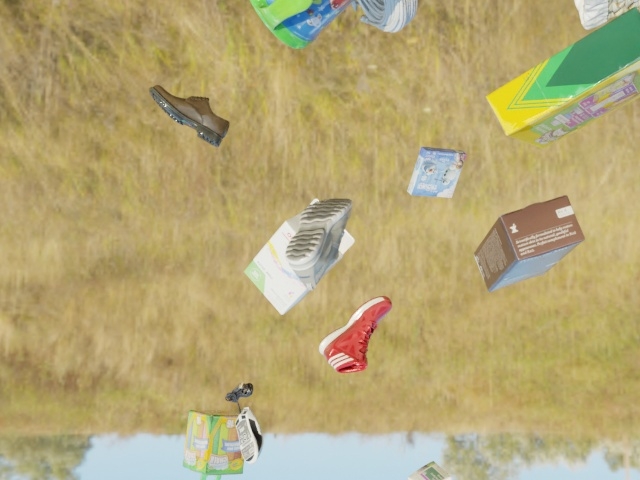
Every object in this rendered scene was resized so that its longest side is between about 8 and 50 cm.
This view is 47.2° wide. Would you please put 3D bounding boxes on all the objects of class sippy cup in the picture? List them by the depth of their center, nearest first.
[{"bbox_3d":[-0.015,-0.585,1.632,0.224,0.305,0.240,-26,149,30],"label":"sippy cup"}]

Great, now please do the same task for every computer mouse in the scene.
[{"bbox_3d":[-0.173,0.440,1.759,0.042,0.193,0.106,5,146,-38],"label":"computer mouse"}]

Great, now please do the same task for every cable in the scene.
[{"bbox_3d":[0.162,-0.673,1.924,0.089,0.257,0.257,-30,137,-12],"label":"cable"}]

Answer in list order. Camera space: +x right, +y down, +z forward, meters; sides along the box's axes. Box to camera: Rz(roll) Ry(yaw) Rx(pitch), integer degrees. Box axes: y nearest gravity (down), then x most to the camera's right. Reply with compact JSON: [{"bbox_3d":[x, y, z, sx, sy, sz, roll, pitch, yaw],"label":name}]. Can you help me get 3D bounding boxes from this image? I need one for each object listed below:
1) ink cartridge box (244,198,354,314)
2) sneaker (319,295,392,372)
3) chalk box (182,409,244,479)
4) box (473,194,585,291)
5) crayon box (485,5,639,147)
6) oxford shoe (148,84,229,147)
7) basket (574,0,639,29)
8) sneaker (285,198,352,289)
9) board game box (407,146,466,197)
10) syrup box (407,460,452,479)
[{"bbox_3d":[-0.072,0.053,2.388,0.353,0.207,0.119,-49,170,36],"label":"ink cartridge box"},{"bbox_3d":[0.113,0.246,1.814,0.221,0.128,0.087,-42,139,4],"label":"sneaker"},{"bbox_3d":[-0.303,0.601,2.102,0.132,0.213,0.132,11,169,-39],"label":"chalk box"},{"bbox_3d":[0.570,0.017,2.043,0.191,0.143,0.381,-17,163,-3],"label":"box"},{"bbox_3d":[0.550,-0.322,1.541,0.313,0.106,0.363,-28,169,26],"label":"crayon box"},{"bbox_3d":[-0.338,-0.342,1.902,0.227,0.096,0.083,33,173,-13],"label":"oxford shoe"},{"bbox_3d":[0.534,-0.601,1.241,0.266,0.328,0.331,-16,165,13],"label":"basket"},{"bbox_3d":[0.000,0.000,1.698,0.105,0.115,0.281,3,-143,28],"label":"sneaker"},{"bbox_3d":[0.211,-0.123,1.331,0.090,0.090,0.020,1,-150,-25],"label":"board game box"},{"bbox_3d":[0.332,0.741,2.026,0.096,0.237,0.093,-26,-158,-17],"label":"syrup box"}]
